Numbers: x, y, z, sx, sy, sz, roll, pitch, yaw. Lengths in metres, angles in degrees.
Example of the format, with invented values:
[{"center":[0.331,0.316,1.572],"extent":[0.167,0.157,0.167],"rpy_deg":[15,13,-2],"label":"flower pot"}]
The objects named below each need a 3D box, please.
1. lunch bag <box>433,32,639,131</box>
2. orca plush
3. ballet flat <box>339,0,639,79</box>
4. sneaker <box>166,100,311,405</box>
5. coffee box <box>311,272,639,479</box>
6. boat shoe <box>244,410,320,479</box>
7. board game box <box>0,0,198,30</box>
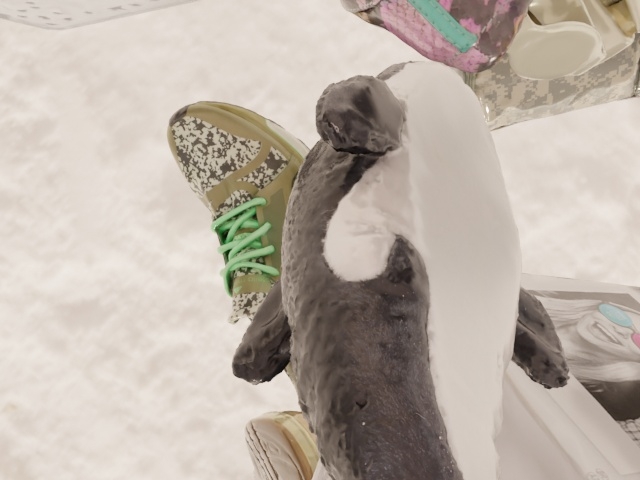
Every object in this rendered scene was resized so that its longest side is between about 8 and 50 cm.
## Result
[{"center":[0.295,-0.291,1.820],"extent":[0.305,0.212,0.256],"rpy_deg":[-15,107,-5],"label":"lunch bag"},{"center":[0.020,0.046,0.501],"extent":[0.102,0.287,0.151],"rpy_deg":[-29,139,25],"label":"orca plush"},{"center":[0.078,-0.095,0.481],"extent":[0.077,0.221,0.079],"rpy_deg":[-40,86,31],"label":"ballet flat"},{"center":[-0.057,0.022,1.521],"extent":[0.158,0.182,0.410],"rpy_deg":[-35,91,33],"label":"sneaker"},{"center":[0.194,0.256,0.757],"extent":[0.334,0.338,0.337],"rpy_deg":[7,121,-33],"label":"coffee box"},{"center":[0.001,0.200,1.140],"extent":[0.098,0.302,0.109],"rpy_deg":[-24,69,-12],"label":"boat shoe"},{"center":[-0.329,-0.301,1.364],"extent":[0.390,0.390,0.050],"rpy_deg":[-1,83,46],"label":"board game box"}]
